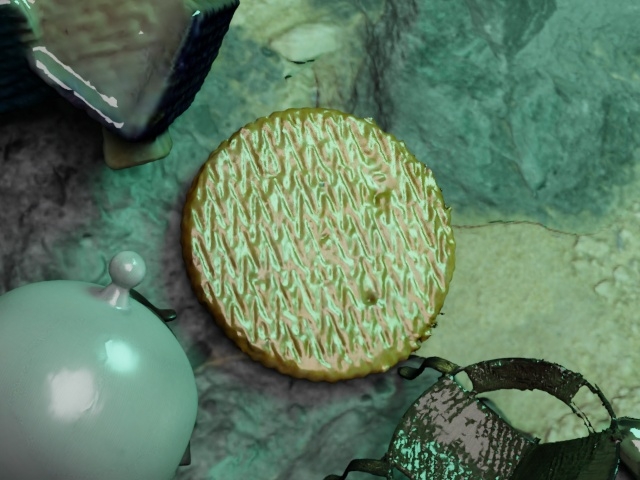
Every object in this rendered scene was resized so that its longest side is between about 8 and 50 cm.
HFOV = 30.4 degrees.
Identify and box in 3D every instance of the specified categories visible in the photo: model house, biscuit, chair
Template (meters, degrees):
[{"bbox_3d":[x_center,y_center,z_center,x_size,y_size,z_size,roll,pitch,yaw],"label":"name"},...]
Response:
[{"bbox_3d":[-0.227,-0.191,0.960,0.298,0.243,0.284,-12,99,9],"label":"model house"},{"bbox_3d":[0.000,0.000,1.031,0.254,0.035,0.254,4,71,-13],"label":"biscuit"},{"bbox_3d":[0.122,0.172,0.906,0.149,0.213,0.174,40,65,-3],"label":"chair"}]

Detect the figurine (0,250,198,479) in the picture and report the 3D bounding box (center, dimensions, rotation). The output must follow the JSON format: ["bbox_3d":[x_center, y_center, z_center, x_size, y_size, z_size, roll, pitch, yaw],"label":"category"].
[{"bbox_3d":[-0.216,0.182,0.847,0.281,0.167,0.370,26,75,1],"label":"figurine"}]

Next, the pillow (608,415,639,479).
[{"bbox_3d":[0.352,0.235,1.022,0.093,0.051,0.241,-37,82,-17],"label":"pillow"}]
